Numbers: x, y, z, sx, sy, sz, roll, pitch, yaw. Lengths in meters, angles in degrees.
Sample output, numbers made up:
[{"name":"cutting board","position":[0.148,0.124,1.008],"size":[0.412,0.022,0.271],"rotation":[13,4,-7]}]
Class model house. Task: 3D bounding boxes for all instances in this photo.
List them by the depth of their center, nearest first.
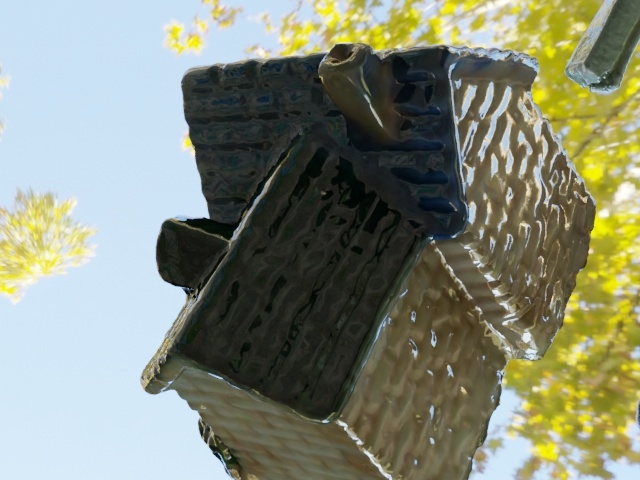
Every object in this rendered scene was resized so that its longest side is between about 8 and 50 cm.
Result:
[{"name":"model house","position":[0.000,0.000,1.141],"size":[0.400,0.395,0.445],"rotation":[53,-126,-44]}]

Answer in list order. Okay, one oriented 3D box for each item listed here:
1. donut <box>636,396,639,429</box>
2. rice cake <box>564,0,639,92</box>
[{"name":"donut","position":[0.402,0.140,0.836],"size":[0.317,0.299,0.150],"rotation":[-7,-105,-14]},{"name":"rice cake","position":[0.418,-0.343,1.418],"size":[0.063,0.066,0.336],"rotation":[30,-94,-16]}]
